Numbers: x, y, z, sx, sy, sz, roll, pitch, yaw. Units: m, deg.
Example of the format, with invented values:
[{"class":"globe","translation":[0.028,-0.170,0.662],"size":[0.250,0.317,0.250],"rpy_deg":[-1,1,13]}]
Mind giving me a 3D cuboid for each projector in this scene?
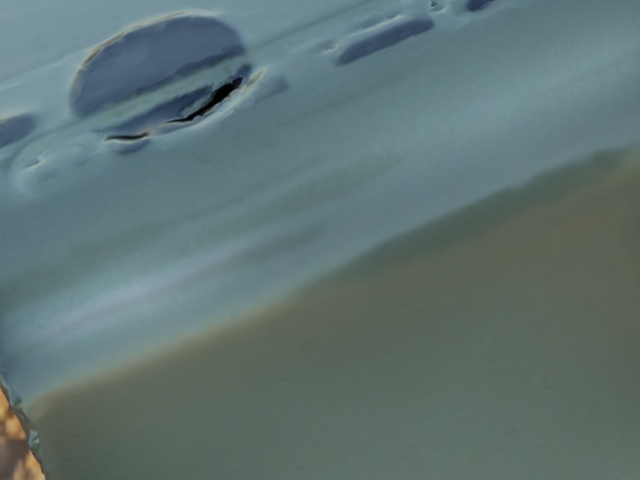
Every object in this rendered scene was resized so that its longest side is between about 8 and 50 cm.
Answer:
[{"class":"projector","translation":[0.000,0.000,0.703],"size":[0.249,0.248,0.248],"rpy_deg":[-23,38,-5]}]
